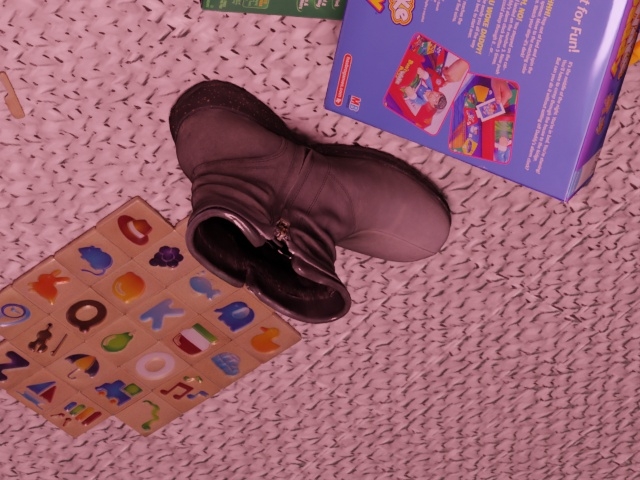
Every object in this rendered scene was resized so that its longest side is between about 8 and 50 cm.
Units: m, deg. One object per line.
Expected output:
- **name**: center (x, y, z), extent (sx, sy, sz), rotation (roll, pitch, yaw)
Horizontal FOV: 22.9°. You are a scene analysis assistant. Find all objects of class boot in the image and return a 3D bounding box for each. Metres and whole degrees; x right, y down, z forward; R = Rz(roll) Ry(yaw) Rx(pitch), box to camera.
- **boot**: center (0.000, 0.000, 1.509), extent (0.338, 0.222, 0.118), rotation (21, 124, -29)

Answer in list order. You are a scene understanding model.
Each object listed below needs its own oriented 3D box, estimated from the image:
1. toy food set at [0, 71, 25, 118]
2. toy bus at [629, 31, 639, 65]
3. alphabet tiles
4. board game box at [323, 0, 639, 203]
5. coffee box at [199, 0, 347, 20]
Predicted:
- **toy food set**: center (-0.340, -0.114, 1.463), extent (0.122, 0.019, 0.078), rotation (-16, 134, 2)
- **toy bus**: center (0.268, -0.225, 1.372), extent (0.220, 0.211, 0.149), rotation (-31, 133, 18)
- **alphabet tiles**: center (-0.192, 0.090, 1.697), extent (0.342, 0.011, 0.285), rotation (-33, 131, 18)
- **board game box**: center (0.153, -0.234, 1.290), extent (0.233, 0.078, 0.347), rotation (23, 119, 18)
- **coffee box**: center (-0.011, -0.252, 1.396), extent (0.184, 0.040, 0.113), rotation (1, 131, -14)
